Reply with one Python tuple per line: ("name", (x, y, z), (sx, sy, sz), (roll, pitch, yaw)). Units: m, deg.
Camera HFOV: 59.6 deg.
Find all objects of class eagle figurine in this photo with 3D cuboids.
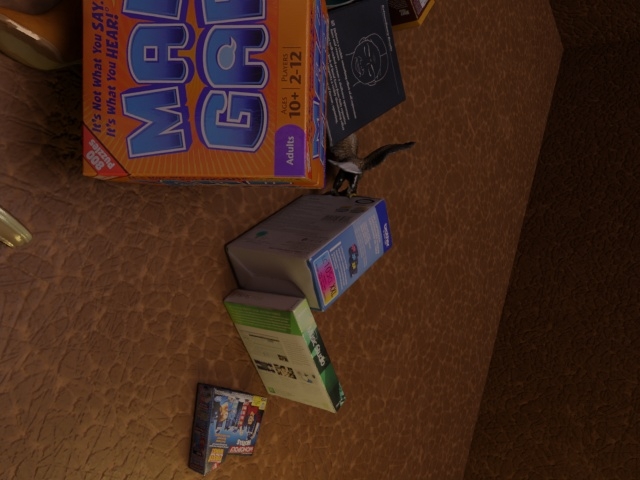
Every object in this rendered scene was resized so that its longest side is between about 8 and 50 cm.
("eagle figurine", (0.112, -0.229, 1.609), (0.226, 0.225, 0.299), (37, 68, -28))

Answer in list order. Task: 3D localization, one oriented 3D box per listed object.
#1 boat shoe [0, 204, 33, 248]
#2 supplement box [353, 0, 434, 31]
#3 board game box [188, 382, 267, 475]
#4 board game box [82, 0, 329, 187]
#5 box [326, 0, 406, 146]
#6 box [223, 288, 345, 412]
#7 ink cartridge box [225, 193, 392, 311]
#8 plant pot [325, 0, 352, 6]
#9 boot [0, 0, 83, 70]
("boat shoe", (-0.581, -0.055, 0.838), (0.285, 0.104, 0.089), (38, 68, -35))
("supplement box", (0.212, -0.756, 1.704), (0.194, 0.191, 0.129), (55, 52, -37))
("board game box", (-0.233, 0.456, 1.341), (0.194, 0.060, 0.194), (31, 70, -49))
("board game box", (-0.175, -0.280, 1.014), (0.356, 0.356, 0.357), (-31, 122, -84))
("box", (0.022, -0.445, 1.473), (0.395, 0.211, 0.294), (-38, 121, -43))
("box", (-0.086, 0.269, 1.373), (0.058, 0.232, 0.322), (-47, 127, -40))
("ink cartridge box", (0.000, 0.000, 1.430), (0.395, 0.269, 0.151), (-40, 126, -43))
("plant pot", (0.021, -0.751, 1.436), (0.195, 0.289, 0.291), (-86, 165, -70))
("boot", (-0.444, -0.400, 0.988), (0.295, 0.104, 0.212), (22, 70, -56))
